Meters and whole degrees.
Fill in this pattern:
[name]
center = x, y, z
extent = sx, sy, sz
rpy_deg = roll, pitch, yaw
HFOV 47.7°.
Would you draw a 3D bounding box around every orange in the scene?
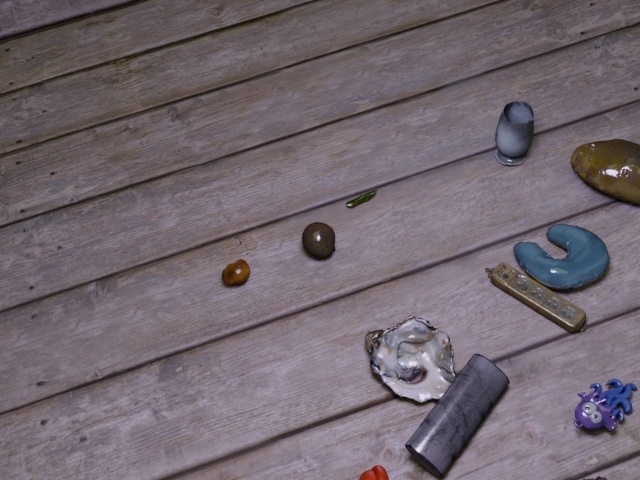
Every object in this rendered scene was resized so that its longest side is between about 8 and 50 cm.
[orange]
center = -0.237, 0.096, 2.061
extent = 0.086, 0.062, 0.086
rpy_deg = -30, 16, 9

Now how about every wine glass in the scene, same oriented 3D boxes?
[wine glass]
center = 0.580, -0.317, 2.169
extent = 0.111, 0.204, 0.111
rpy_deg = -3, 57, 4

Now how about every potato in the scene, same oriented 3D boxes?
[potato]
center = 0.870, -0.205, 2.083
extent = 0.296, 0.141, 0.191
rpy_deg = 18, 56, 23

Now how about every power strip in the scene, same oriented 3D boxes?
[power strip]
center = 0.568, 0.145, 1.923
extent = 0.305, 0.044, 0.064
rpy_deg = 34, 66, 29

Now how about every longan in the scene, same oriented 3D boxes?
[longan]
center = 0.000, 0.000, 2.085
extent = 0.113, 0.092, 0.113
rpy_deg = 27, 40, -26

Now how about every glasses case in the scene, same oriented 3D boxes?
[glasses case]
center = 0.330, 0.412, 1.732
extent = 0.114, 0.060, 0.299
rpy_deg = 44, 66, 2

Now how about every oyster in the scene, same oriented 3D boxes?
[oyster]
center = 0.232, 0.306, 1.830
extent = 0.214, 0.083, 0.222
rpy_deg = -17, 70, 6

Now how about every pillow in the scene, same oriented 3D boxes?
[pillow]
center = 0.661, 0.039, 1.966
extent = 0.233, 0.086, 0.214
rpy_deg = -28, 50, -15

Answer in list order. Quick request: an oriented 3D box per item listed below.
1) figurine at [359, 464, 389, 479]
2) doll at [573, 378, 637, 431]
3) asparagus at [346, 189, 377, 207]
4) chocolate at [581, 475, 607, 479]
[figurine]
center = 0.196, 0.604, 1.559
extent = 0.257, 0.181, 0.208
rpy_deg = 2, 82, 18
[doll]
center = 0.674, 0.387, 1.717
extent = 0.206, 0.067, 0.110
rpy_deg = -27, 63, -25
[asparagus]
center = 0.127, -0.126, 2.201
extent = 0.108, 0.021, 0.025
rpy_deg = -26, 59, -12
[chocolate]
center = 0.475, 0.595, 1.518
extent = 0.321, 0.111, 0.112
rpy_deg = -7, 29, -13
